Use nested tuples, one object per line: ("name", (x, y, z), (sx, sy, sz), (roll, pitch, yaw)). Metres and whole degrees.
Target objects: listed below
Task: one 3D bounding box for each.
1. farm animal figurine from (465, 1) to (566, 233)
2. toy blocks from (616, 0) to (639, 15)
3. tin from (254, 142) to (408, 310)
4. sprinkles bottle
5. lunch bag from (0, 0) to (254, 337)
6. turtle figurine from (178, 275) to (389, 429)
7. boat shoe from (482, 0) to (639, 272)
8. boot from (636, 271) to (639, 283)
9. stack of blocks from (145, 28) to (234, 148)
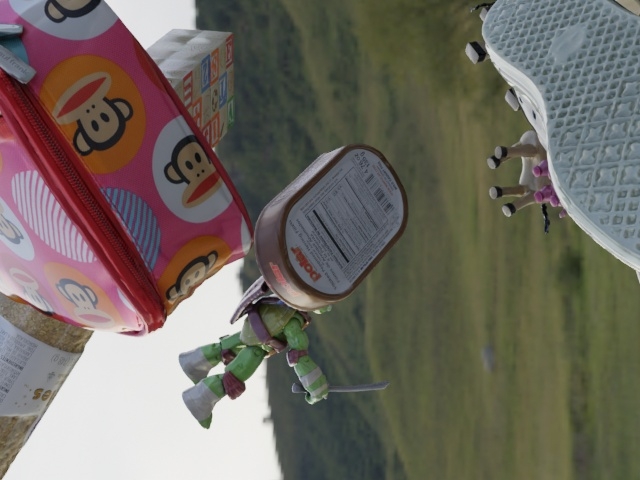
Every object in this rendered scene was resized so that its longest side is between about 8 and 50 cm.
("farm animal figurine", (0.337, -0.215, 1.579), (0.326, 0.172, 0.330), (65, 153, 12))
("toy blocks", (0.379, -0.366, 1.392), (0.123, 0.054, 0.148), (51, -127, -53))
("tin", (0.014, -0.016, 1.013), (0.106, 0.040, 0.189), (53, -133, -11))
("sprinkles bottle", (-0.336, 0.156, 1.157), (0.355, 0.121, 0.121), (-58, -11, 5))
("lunch bag", (-0.197, -0.073, 0.734), (0.120, 0.293, 0.258), (-43, -62, -26))
("turtle figurine", (-0.059, 0.179, 1.677), (0.197, 0.266, 0.275), (63, -169, 24))
("boat shoe", (0.304, -0.117, 1.126), (0.156, 0.187, 0.500), (44, -164, -31))
("boot", (0.522, 0.145, 1.348), (0.377, 0.138, 0.284), (62, -176, -19))
("stack of blocks", (-0.184, -0.150, 1.421), (0.297, 0.087, 0.171), (-67, -19, -65))
